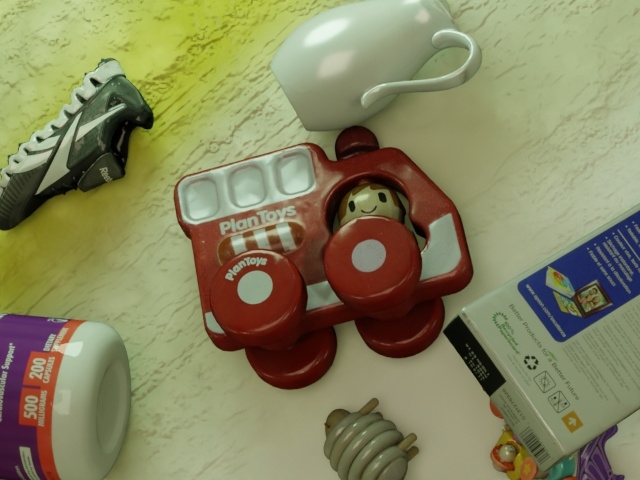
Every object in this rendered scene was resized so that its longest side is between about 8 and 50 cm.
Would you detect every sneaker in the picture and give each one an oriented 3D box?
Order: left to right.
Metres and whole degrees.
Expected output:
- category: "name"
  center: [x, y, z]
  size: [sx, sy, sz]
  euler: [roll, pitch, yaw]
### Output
- category: "sneaker"
  center: [-0.277, -0.089, 2.056]
  size: [0.106, 0.078, 0.234]
  euler: [42, 91, 15]
- category: "sneaker"
  center: [0.281, 0.266, 1.914]
  size: [0.071, 0.068, 0.170]
  euler: [8, 89, -1]

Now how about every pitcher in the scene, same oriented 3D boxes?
- category: "pitcher"
  center: [0.062, -0.190, 1.962]
  size: [0.207, 0.125, 0.178]
  euler: [-29, 41, 3]

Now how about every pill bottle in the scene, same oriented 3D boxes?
- category: "pill bottle"
  center: [-0.381, 0.167, 1.995]
  size: [0.322, 0.181, 0.182]
  euler: [4, 85, 11]

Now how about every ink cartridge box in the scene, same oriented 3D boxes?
- category: "ink cartridge box"
  center: [0.317, 0.072, 1.869]
  size: [0.371, 0.069, 0.176]
  euler: [-29, 77, -27]

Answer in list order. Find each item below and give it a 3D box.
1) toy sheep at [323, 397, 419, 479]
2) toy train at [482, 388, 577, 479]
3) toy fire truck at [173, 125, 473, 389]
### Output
- category: "toy sheep"
  center: [0.054, 0.227, 1.952]
  size: [0.132, 0.091, 0.091]
  euler: [40, 92, 31]
- category: "toy train"
  center: [0.212, 0.198, 1.903]
  size: [0.046, 0.166, 0.125]
  euler: [0, 107, -30]
- category: "toy fire truck"
  center: [0.000, 0.000, 1.961]
  size: [0.302, 0.169, 0.254]
  euler: [-17, 62, 8]
